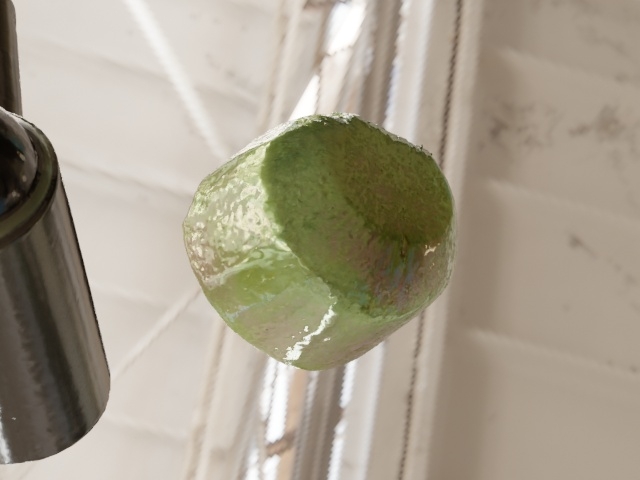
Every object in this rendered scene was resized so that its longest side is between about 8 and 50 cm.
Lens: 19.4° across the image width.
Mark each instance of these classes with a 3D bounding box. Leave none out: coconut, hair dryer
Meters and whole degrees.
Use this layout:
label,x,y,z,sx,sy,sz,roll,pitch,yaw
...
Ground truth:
label,x,y,z,sx,sy,sz,roll,pitch,yaw
coconut,0.000,0.000,1.585,0.236,0.236,0.204,-28,-94,-36
hair dryer,-0.147,-0.060,0.783,0.078,0.195,0.248,-9,-130,-6
